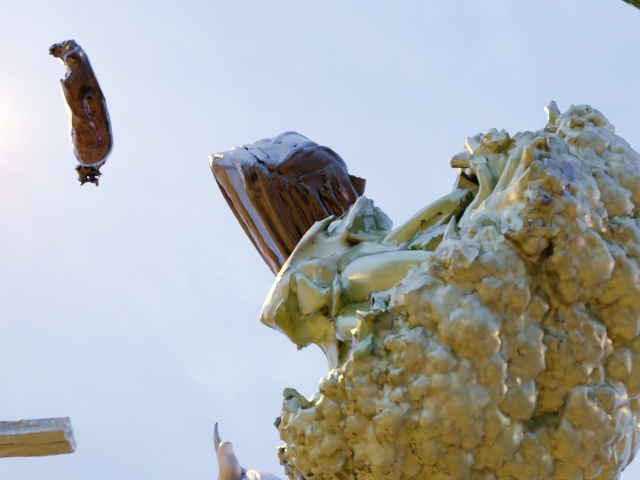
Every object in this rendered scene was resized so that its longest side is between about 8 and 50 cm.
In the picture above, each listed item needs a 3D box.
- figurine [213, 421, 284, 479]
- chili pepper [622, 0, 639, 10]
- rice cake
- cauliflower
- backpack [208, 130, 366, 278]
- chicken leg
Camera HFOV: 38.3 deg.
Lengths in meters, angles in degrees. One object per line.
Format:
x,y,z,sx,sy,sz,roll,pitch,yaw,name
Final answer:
-0.090,0.278,0.855,0.184,0.208,0.128,-26,-60,21,figurine
0.389,-0.244,1.003,0.359,0.085,0.076,38,-59,11,chili pepper
-0.544,0.348,1.616,0.226,0.040,0.085,-1,-48,-13,rice cake
0.078,0.038,0.548,0.250,0.272,0.275,17,-6,28,cauliflower
0.000,0.000,0.975,0.133,0.206,0.258,-28,-73,-11,backpack
-0.299,-0.143,1.173,0.051,0.106,0.253,-19,-32,-21,chicken leg
